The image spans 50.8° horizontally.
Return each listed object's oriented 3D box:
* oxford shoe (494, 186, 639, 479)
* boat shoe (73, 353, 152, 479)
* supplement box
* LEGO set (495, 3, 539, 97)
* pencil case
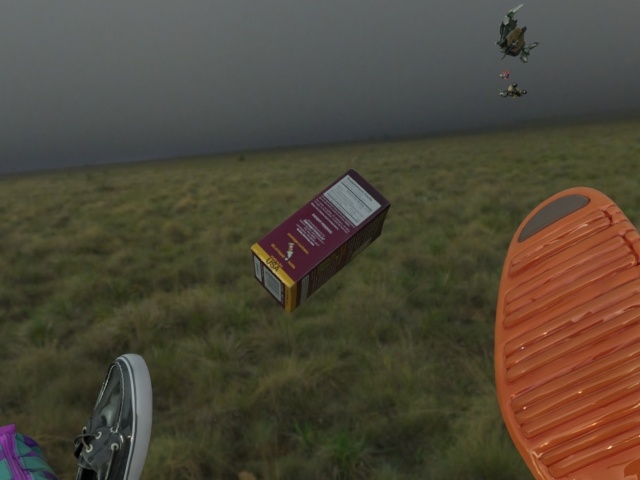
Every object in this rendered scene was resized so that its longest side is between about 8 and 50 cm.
[{"bbox_3d":[0.212,0.132,0.423,0.133,0.363,0.130,19,-38,-37],"label":"oxford shoe"},{"bbox_3d":[-0.147,0.148,0.459,0.040,0.142,0.049,12,-9,-41],"label":"boat shoe"},{"bbox_3d":[0.000,0.000,0.941,0.188,0.081,0.104,-40,-17,-19],"label":"supplement box"},{"bbox_3d":[0.175,-0.174,0.624,0.054,0.083,0.023,11,7,-36],"label":"LEGO set"},{"bbox_3d":[-0.228,0.198,0.520,0.065,0.070,0.152,-9,8,-35],"label":"pencil case"}]
